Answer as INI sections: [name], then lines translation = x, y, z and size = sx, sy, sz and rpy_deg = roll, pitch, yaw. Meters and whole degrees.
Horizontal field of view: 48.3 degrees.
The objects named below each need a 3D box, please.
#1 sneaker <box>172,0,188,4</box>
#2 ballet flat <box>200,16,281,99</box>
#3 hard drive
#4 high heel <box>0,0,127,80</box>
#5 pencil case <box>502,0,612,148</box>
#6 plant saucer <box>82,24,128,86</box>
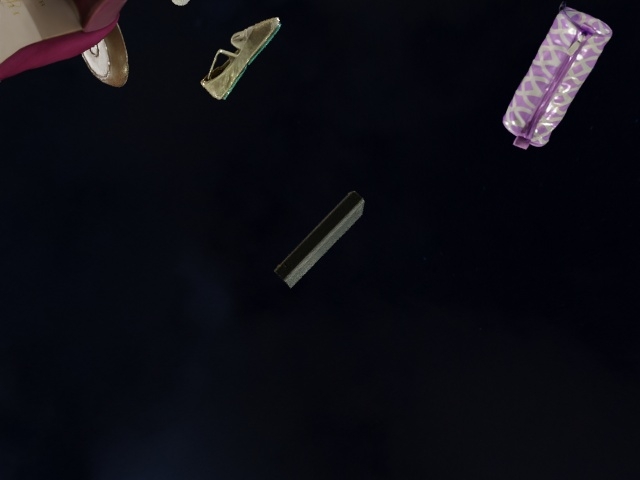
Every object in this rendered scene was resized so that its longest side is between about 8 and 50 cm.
[sneaker]
translation = -0.341, -0.600, 1.401
size = 0.147, 0.104, 0.295
rpy_deg = -8, -82, 20
[ballet flat]
translation = -0.128, -0.287, 1.103
size = 0.052, 0.057, 0.168
rpy_deg = 34, -60, -19
[hard drive]
translation = 0.000, 0.000, 0.881
size = 0.022, 0.094, 0.135
rpy_deg = 43, -95, 7
[high heel]
translation = -0.303, -0.157, 0.561
size = 0.181, 0.377, 0.127
rpy_deg = -14, -77, 43
[pencil case]
translation = 0.349, -0.240, 1.058
size = 0.086, 0.088, 0.206
rpy_deg = 19, -54, -3
[plant saucer]
translation = -0.401, -0.357, 1.289
size = 0.029, 0.168, 0.168
rpy_deg = -27, -105, -32
